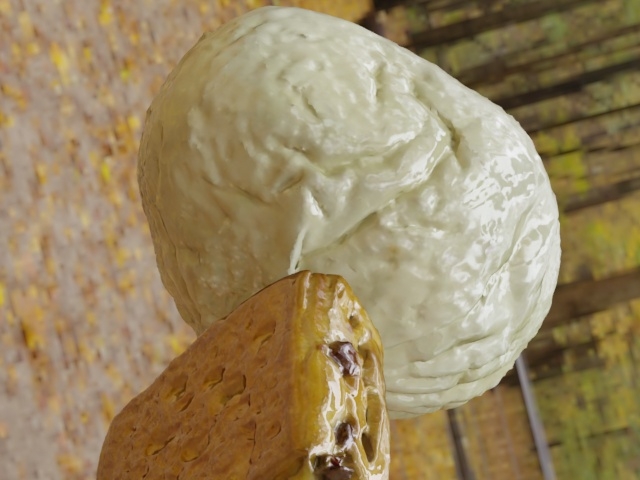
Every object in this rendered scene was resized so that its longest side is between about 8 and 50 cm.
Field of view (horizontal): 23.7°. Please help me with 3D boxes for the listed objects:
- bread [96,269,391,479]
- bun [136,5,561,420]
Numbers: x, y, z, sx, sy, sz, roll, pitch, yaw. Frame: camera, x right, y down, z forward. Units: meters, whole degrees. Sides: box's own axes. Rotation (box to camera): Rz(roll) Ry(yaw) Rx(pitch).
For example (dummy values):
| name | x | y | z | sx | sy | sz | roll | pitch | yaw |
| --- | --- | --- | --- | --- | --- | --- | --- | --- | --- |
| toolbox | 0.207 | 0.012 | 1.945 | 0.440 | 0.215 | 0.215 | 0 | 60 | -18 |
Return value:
| name | x | y | z | sx | sy | sz | roll | pitch | yaw |
| --- | --- | --- | --- | --- | --- | --- | --- | --- | --- |
| bread | -0.050 | 0.148 | 0.961 | 0.099 | 0.235 | 0.210 | 37 | 28 | -25 |
| bun | 0.000 | 0.000 | 1.199 | 0.227 | 0.349 | 0.352 | -52 | 132 | -35 |
